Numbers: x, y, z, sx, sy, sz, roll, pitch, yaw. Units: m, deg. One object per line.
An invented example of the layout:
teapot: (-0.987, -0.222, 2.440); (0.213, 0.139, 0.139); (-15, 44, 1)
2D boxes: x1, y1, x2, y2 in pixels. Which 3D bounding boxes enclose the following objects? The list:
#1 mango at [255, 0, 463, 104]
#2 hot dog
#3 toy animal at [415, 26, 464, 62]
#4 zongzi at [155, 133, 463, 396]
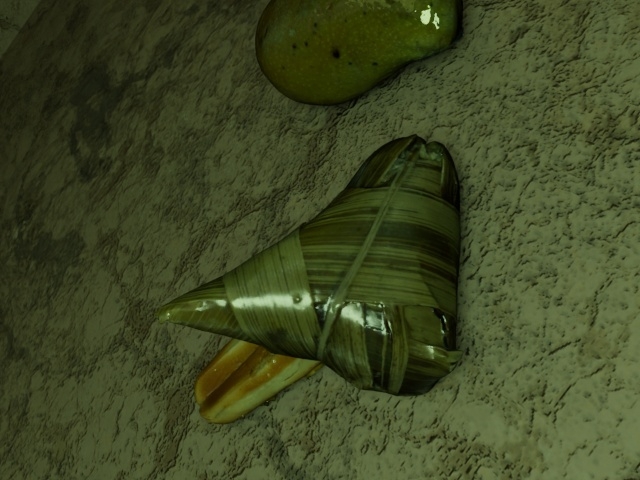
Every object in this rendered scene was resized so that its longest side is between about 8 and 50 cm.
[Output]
mango: (0.037, -0.280, 0.987); (0.175, 0.177, 0.329); (-35, 11, -34)
hot dog: (-0.049, 0.125, 0.893); (0.269, 0.072, 0.109); (-42, 41, 14)
toy animal: (0.146, -0.259, 0.981); (0.084, 0.028, 0.050); (-23, 59, 31)
zongzi: (0.000, 0.000, 0.788); (0.134, 0.288, 0.286); (104, 175, -57)
